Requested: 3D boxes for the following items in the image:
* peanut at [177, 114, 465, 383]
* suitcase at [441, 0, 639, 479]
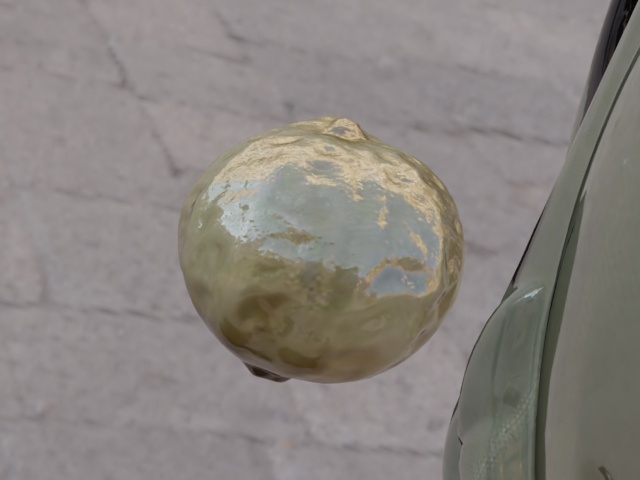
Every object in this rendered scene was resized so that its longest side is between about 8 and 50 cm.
[{"bbox_3d":[0.000,0.000,0.886,0.140,0.109,0.159,21,36,-19],"label":"peanut"},{"bbox_3d":[0.152,0.010,0.429,0.194,0.352,0.339,9,33,-21],"label":"suitcase"}]
